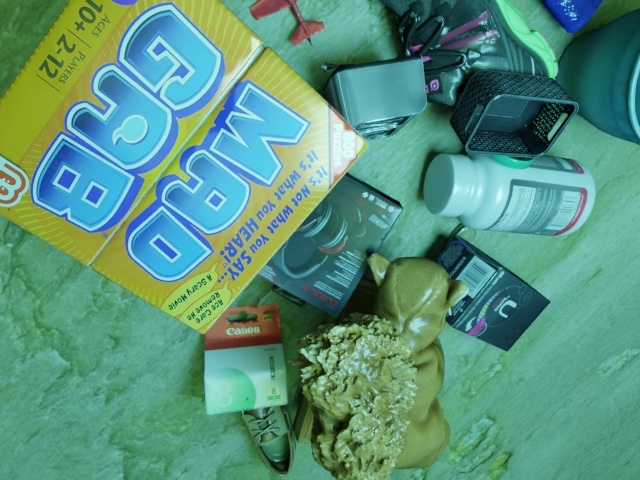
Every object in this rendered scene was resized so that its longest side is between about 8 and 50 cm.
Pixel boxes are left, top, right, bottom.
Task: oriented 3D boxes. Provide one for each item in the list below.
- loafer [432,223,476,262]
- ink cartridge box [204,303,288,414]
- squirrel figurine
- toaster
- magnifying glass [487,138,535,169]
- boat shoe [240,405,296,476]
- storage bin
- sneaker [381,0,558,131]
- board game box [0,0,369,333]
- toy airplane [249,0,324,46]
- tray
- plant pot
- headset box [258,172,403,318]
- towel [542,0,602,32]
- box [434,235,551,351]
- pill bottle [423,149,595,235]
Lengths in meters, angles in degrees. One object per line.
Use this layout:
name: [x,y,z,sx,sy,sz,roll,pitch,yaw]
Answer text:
loafer: [0.327,0.024,1.055,0.056,0.050,0.148,26,104,-21]
ink cartridge box: [-0.170,0.263,0.994,0.181,0.056,0.224,-3,89,-12]
squirrel figurine: [0.127,0.216,0.798,0.281,0.397,0.370,24,104,25]
toaster: [0.088,-0.255,0.815,0.186,0.168,0.110,-12,90,-8]
magnifying glass: [0.407,-0.202,0.911,0.092,0.231,0.026,32,134,18]
boat shoe: [-0.126,0.444,1.085,0.123,0.120,0.324,-21,115,-4]
storage bin: [0.346,-0.227,0.801,0.180,0.084,0.122,1,139,-15]
sneaker: [0.233,-0.366,0.805,0.483,0.185,0.202,30,99,-20]
board game box: [-0.211,-0.157,0.692,0.356,0.356,0.356,38,100,-22]
toy airplane: [-0.050,-0.424,0.802,0.151,0.028,0.151,-4,113,-9]
tray: [0.087,0.300,1.068,0.203,0.076,0.410,13,99,-18]
plant pot: [0.624,-0.328,0.868,0.272,0.255,0.271,-5,113,-11]
headset box: [0.000,0.000,0.907,0.218,0.110,0.293,30,104,-1]
towel: [0.454,-0.585,0.832,0.308,0.076,0.227,36,93,-22]
box: [0.378,0.129,1.022,0.270,0.143,0.165,25,106,-39]
pill bottle: [0.396,-0.106,0.949,0.319,0.176,0.176,4,110,-14]
